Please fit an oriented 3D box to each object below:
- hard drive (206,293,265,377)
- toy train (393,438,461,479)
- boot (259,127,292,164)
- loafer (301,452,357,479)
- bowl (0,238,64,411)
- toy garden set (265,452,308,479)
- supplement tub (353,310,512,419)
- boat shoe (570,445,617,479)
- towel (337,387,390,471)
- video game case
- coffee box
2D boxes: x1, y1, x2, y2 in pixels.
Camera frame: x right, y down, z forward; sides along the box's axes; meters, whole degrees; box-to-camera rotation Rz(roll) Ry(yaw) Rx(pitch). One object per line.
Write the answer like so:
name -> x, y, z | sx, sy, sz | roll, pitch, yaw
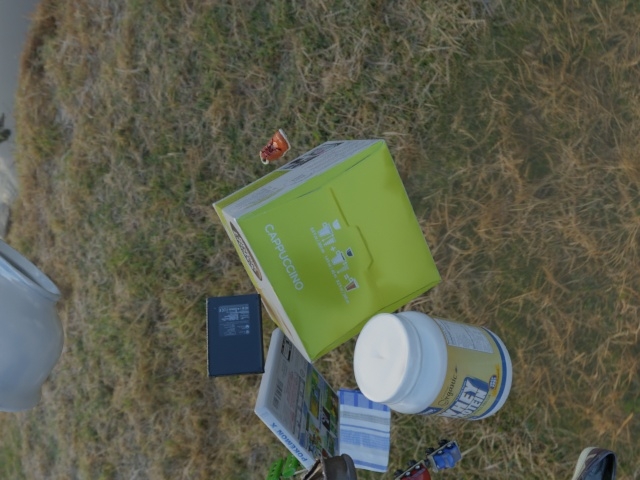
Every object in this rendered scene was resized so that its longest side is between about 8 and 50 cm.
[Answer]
hard drive -> -0.145, 0.161, 0.883 | 0.094, 0.022, 0.135 | -4, 69, -5
toy train -> 0.120, 0.299, 0.658 | 0.036, 0.158, 0.027 | -9, 103, 66
boot -> -0.134, -0.269, 1.515 | 0.059, 0.084, 0.158 | 56, 163, 5
loafer -> -0.062, 0.465, 0.784 | 0.130, 0.134, 0.366 | 24, 109, -16
bowl -> -0.450, 0.077, 0.688 | 0.298, 0.298, 0.134 | 34, 74, 27
toy garden set -> -0.059, 0.714, 1.600 | 0.244, 0.204, 0.049 | -31, 95, 11
supplement tub -> 0.164, 0.183, 0.763 | 0.144, 0.200, 0.144 | -33, 49, 49
boat shoe -> 0.751, 0.708, 1.443 | 0.103, 0.285, 0.092 | 32, 155, 9
towel -> 0.152, 0.696, 1.900 | 0.209, 0.034, 0.285 | 4, 91, 18
video game case -> -0.045, 0.421, 1.337 | 0.036, 0.329, 0.300 | -32, 108, 14
coffee box -> 0.000, 0.000, 1.159 | 0.337, 0.338, 0.334 | 64, 167, -17
